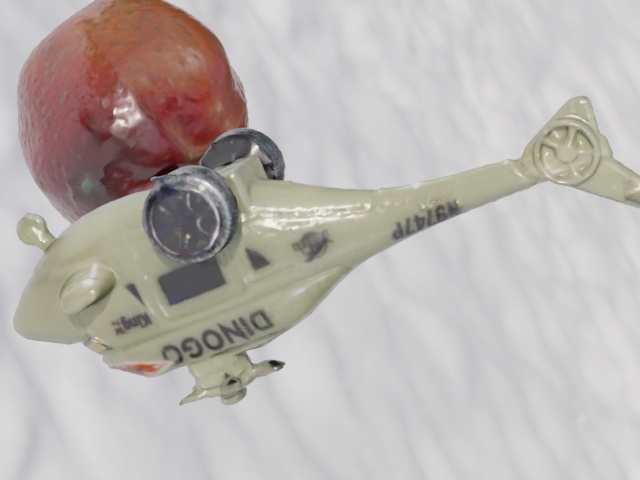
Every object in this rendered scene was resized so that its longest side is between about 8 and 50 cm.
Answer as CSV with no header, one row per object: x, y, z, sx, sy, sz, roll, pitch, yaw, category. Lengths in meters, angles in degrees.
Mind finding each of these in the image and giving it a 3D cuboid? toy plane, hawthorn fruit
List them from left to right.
-0.110,-0.065,1.243,0.157,0.157,0.194,46,3,-44,hawthorn fruit
0.000,0.000,0.793,0.108,0.286,0.092,67,17,-8,toy plane
